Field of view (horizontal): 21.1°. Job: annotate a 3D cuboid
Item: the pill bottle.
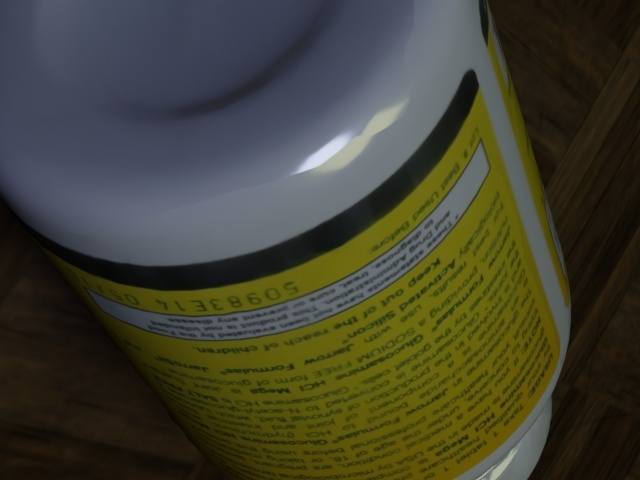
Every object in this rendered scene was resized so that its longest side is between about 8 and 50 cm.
[{"bbox_3d":[0.000,0.000,0.711,0.188,0.188,0.334,-50,147,-16],"label":"pill bottle"}]
